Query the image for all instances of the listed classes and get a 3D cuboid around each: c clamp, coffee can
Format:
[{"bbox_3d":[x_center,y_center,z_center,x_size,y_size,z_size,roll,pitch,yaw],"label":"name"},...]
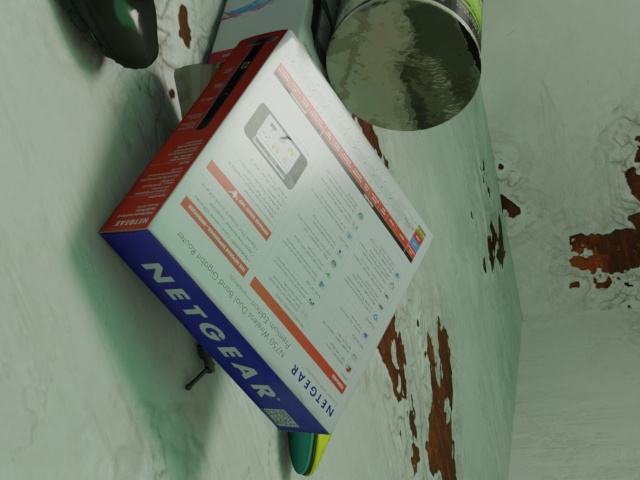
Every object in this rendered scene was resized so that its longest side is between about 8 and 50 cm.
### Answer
[{"bbox_3d":[-0.134,0.075,1.231,0.137,0.022,0.160,-35,117,-70],"label":"c clamp"},{"bbox_3d":[0.123,-0.310,1.457,0.275,0.202,0.201,-79,156,-47],"label":"coffee can"}]

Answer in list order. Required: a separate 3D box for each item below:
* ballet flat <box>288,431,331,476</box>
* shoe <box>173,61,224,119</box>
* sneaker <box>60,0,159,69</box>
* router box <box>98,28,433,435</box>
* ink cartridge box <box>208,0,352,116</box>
[{"bbox_3d":[-0.005,0.208,1.478,0.077,0.077,0.231,-1,80,-31],"label":"ballet flat"},{"bbox_3d":[-0.134,-0.103,1.239,0.076,0.058,0.219,-91,-179,-64],"label":"shoe"},{"bbox_3d":[-0.190,-0.305,1.012,0.109,0.130,0.286,-63,144,-63],"label":"sneaker"},{"bbox_3d":[-0.039,-0.007,1.169,0.335,0.082,0.301,53,52,-30],"label":"router box"},{"bbox_3d":[-0.044,-0.229,1.450,0.226,0.131,0.306,66,25,-44],"label":"ink cartridge box"}]
